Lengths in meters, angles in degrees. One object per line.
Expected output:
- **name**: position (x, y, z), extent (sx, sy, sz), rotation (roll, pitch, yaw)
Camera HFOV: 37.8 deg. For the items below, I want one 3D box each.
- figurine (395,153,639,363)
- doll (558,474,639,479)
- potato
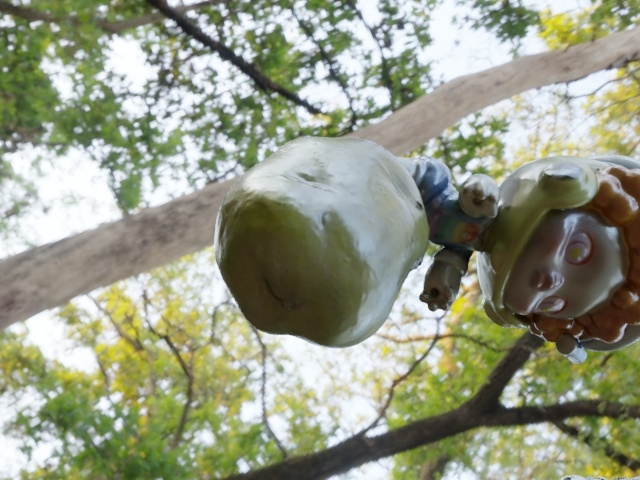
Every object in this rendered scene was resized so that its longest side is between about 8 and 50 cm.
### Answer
- **figurine**: position (0.187, -0.032, 0.952), extent (0.382, 0.205, 0.224), rotation (25, -64, -17)
- **doll**: position (0.284, 0.324, 1.059), extent (0.091, 0.219, 0.067), rotation (-20, -81, 54)
- **potato**: position (0.000, -0.004, 0.741), extent (0.155, 0.200, 0.137), rotation (-5, -60, 26)
